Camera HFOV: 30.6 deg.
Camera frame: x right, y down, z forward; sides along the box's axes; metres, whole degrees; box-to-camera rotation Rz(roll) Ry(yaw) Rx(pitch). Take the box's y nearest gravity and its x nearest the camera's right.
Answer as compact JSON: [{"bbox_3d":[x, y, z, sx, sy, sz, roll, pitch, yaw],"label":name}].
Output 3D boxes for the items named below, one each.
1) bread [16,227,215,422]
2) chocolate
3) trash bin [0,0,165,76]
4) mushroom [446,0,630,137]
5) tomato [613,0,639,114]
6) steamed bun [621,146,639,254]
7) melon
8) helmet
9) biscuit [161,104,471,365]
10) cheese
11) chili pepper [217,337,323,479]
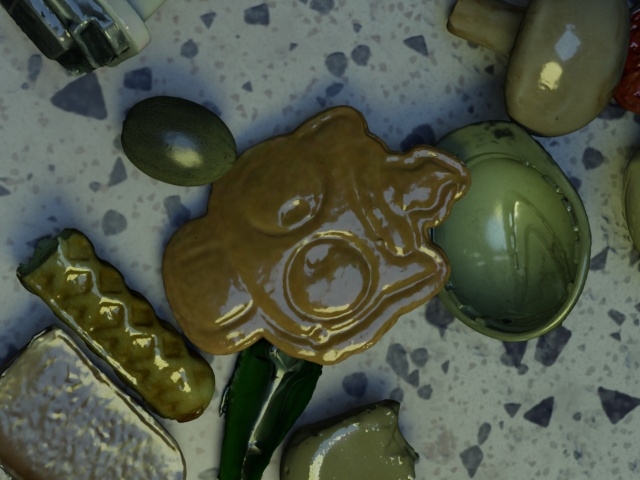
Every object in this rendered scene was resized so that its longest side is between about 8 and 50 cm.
[{"bbox_3d":[-0.221,0.101,1.314,0.098,0.087,0.269,-35,107,22],"label":"bread"},{"bbox_3d":[-0.277,0.229,1.328,0.161,0.083,0.261,-45,106,-19],"label":"chocolate"},{"bbox_3d":[-0.195,-0.381,1.181,0.367,0.256,0.296,-43,104,-11],"label":"trash bin"},{"bbox_3d":[0.246,-0.231,1.350,0.215,0.207,0.207,22,93,15],"label":"mushroom"},{"bbox_3d":[0.432,-0.225,1.435,0.174,0.082,0.166,-22,70,10],"label":"tomato"},{"bbox_3d":[0.470,-0.040,1.437,0.200,0.155,0.250,-31,116,-5],"label":"steamed bun"},{"bbox_3d":[-0.157,-0.109,1.297,0.130,0.098,0.098,22,93,-9],"label":"melon"},{"bbox_3d":[0.231,-0.012,1.394,0.204,0.137,0.258,-21,82,27],"label":"helmet"},{"bbox_3d":[0.000,0.000,1.330,0.376,0.051,0.269,-28,86,-1],"label":"biscuit"},{"bbox_3d":[0.043,0.299,1.415,0.175,0.091,0.202,-25,105,-10],"label":"cheese"},{"bbox_3d":[-0.065,0.210,1.390,0.108,0.062,0.216,18,96,-16],"label":"chili pepper"}]
